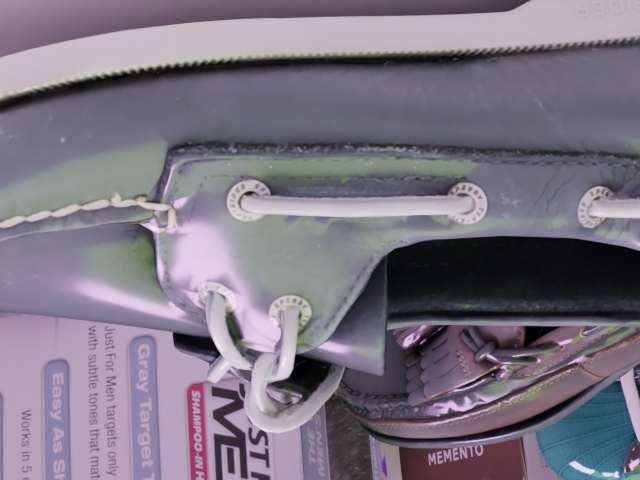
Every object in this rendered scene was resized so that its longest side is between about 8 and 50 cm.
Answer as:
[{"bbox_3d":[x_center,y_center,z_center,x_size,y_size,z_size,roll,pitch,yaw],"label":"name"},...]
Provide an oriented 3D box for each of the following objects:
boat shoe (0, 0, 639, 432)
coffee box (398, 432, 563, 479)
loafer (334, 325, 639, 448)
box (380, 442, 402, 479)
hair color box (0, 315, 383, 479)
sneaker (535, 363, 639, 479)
[{"bbox_3d":[0.000,0.000,0.372,0.319,0.099,0.116,-9,167,-4],"label":"boat shoe"},{"bbox_3d":[0.236,0.198,1.172,0.297,0.119,0.168,5,163,-33],"label":"coffee box"},{"bbox_3d":[0.105,0.011,0.538,0.267,0.096,0.084,-22,139,30],"label":"loafer"},{"bbox_3d":[0.144,0.257,1.473,0.063,0.067,0.324,-12,162,28],"label":"box"},{"bbox_3d":[-0.158,0.134,0.691,0.374,0.185,0.113,-10,163,21],"label":"hair color box"},{"bbox_3d":[0.261,0.073,0.762,0.302,0.108,0.121,-18,161,17],"label":"sneaker"}]
